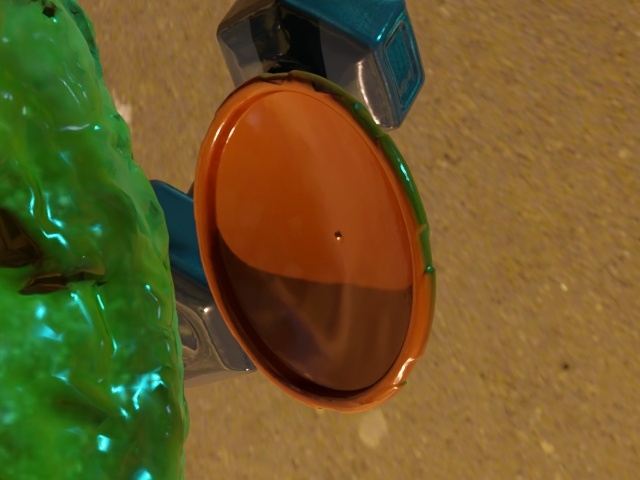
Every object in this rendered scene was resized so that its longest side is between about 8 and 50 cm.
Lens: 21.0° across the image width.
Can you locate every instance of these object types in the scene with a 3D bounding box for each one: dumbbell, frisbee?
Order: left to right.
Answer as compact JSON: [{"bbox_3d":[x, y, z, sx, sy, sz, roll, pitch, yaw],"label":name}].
[{"bbox_3d":[-0.048,-0.054,1.206,0.143,0.156,0.316,46,53,-21],"label":"dumbbell"},{"bbox_3d":[0.000,0.000,0.944,0.035,0.192,0.192,-17,111,-40],"label":"frisbee"}]

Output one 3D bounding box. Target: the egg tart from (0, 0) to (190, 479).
[{"bbox_3d":[-0.181,0.036,0.440,0.341,0.129,0.341,4,83,-37],"label":"egg tart"}]
